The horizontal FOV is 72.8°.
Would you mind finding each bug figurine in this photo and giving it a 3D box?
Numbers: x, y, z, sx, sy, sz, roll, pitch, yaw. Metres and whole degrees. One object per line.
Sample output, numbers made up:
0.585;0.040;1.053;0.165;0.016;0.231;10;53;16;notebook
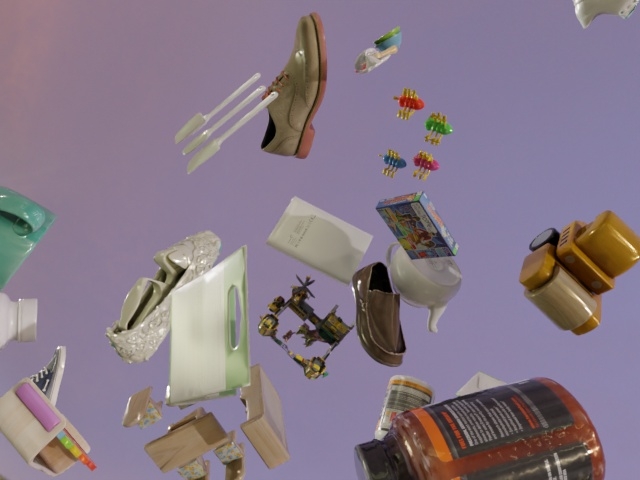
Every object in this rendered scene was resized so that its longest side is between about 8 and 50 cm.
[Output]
0.287;-0.311;1.326;0.216;0.072;0.279;36;-50;32;bug figurine

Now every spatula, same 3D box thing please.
-0.206;-0.259;0.917;0.242;0.019;0.168;-38;-136;7;spatula

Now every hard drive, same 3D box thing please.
0.000;0.000;1.692;0.353;0.233;0.047;27;-25;5;hard drive

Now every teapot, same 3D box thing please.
0.325;0.130;1.449;0.252;0.256;0.187;31;-53;1;teapot

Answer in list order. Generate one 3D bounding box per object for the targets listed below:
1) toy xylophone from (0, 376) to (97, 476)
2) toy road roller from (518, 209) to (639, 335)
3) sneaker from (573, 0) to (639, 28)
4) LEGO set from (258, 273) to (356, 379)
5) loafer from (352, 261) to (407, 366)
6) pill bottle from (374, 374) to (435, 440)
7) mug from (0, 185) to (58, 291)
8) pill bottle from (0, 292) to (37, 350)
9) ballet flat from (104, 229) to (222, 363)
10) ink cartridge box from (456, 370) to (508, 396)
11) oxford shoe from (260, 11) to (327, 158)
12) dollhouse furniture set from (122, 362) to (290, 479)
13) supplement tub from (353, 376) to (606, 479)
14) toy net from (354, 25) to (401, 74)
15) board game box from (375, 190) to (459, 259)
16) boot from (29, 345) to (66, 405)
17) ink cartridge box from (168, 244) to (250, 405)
-0.512;0.391;0.834;0.236;0.081;0.322;47;-35;4;toy xylophone
0.703;0.063;1.157;0.202;0.329;0.240;44;-45;2;toy road roller
0.678;-0.539;0.947;0.212;0.080;0.094;-12;-78;36;sneaker
-0.039;0.290;1.486;0.331;0.255;0.192;47;-38;13;LEGO set
0.182;0.210;1.346;0.366;0.134;0.130;-104;-148;-41;loafer
0.270;0.600;1.422;0.162;0.278;0.162;18;-32;11;pill bottle
-0.415;-0.016;0.556;0.097;0.129;0.158;37;-79;-27;mug
-0.533;0.127;0.661;0.094;0.169;0.094;-3;-94;57;pill bottle
-0.388;0.110;1.101;0.147;0.409;0.147;17;-32;11;ballet flat
0.605;0.593;1.334;0.353;0.119;0.207;53;-11;-9;ink cartridge box
-0.069;-0.345;1.013;0.123;0.130;0.348;-114;-152;-47;oxford shoe
-0.312;0.576;1.268;0.394;0.256;0.362;-26;-69;-2;dollhouse furniture set
0.133;0.194;0.388;0.106;0.198;0.106;170;-90;-80;supplement tub
0.112;-0.411;0.964;0.122;0.232;0.045;-18;-67;32;toy net
0.250;-0.032;1.121;0.136;0.035;0.201;-8;-49;45;board game box
-0.828;0.411;1.303;0.069;0.086;0.190;-5;-106;55;boot
-0.138;0.124;0.591;0.235;0.056;0.171;-28;-120;43;ink cartridge box
